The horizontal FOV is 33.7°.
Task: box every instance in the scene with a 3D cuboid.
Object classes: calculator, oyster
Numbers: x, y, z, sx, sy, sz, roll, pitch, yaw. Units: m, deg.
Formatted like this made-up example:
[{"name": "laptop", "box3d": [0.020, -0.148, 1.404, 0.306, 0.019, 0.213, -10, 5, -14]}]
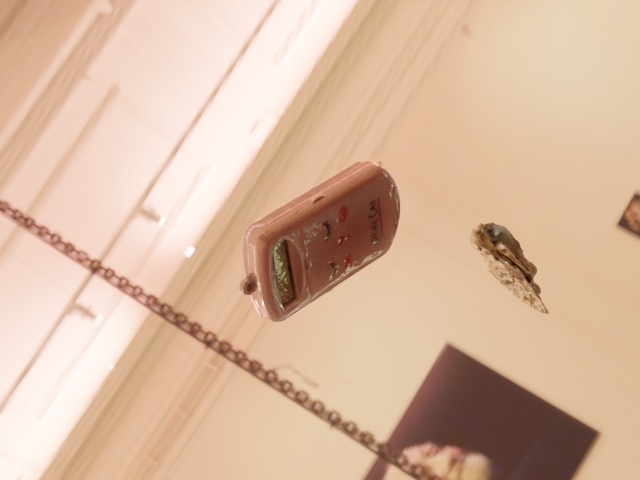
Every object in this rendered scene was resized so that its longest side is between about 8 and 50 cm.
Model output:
[{"name": "calculator", "box3d": [0.000, 0.000, 0.901, 0.175, 0.032, 0.100, -32, -47, -29]}, {"name": "oyster", "box3d": [0.182, 0.032, 1.007, 0.037, 0.100, 0.098, -33, -15, 16]}]
